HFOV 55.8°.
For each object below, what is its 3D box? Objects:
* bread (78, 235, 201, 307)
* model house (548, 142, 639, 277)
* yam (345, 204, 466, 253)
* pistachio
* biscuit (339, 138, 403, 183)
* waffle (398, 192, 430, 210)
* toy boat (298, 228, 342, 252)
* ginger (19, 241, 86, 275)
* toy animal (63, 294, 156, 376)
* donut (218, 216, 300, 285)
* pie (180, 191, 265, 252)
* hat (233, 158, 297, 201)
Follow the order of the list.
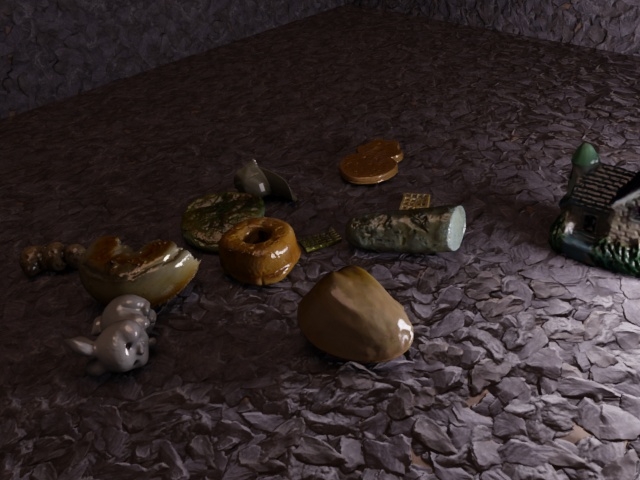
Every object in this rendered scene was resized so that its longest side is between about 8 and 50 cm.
[{"bbox_3d":[-0.480,0.099,1.563,0.314,0.171,0.192,0,34,10],"label":"bread"},{"bbox_3d":[0.765,-0.101,1.542,0.298,0.284,0.243,23,40,36],"label":"model house"},{"bbox_3d":[0.229,-0.030,1.656,0.330,0.133,0.133,-1,35,13],"label":"yam"},{"bbox_3d":[0.078,0.182,1.371,0.213,0.163,0.260,-44,60,-14],"label":"pistachio"},{"bbox_3d":[0.180,-0.272,2.086,0.202,0.044,0.288,9,37,21],"label":"biscuit"},{"bbox_3d":[0.286,-0.105,1.849,0.092,0.021,0.135,6,36,15],"label":"waffle"},{"bbox_3d":[0.000,0.000,1.754,0.115,0.016,0.063,-19,37,-17],"label":"toy boat"},{"bbox_3d":[-0.776,0.053,1.767,0.204,0.080,0.104,-8,49,3],"label":"ginger"},{"bbox_3d":[-0.481,0.225,1.426,0.179,0.127,0.193,-2,36,11],"label":"toy animal"},{"bbox_3d":[-0.170,0.027,1.665,0.227,0.113,0.226,-5,33,4],"label":"donut"},{"bbox_3d":[-0.304,-0.066,1.852,0.277,0.078,0.277,-7,34,4],"label":"pie"},{"bbox_3d":[-0.178,-0.158,1.945,0.144,0.166,0.173,-37,64,-3],"label":"hat"}]
